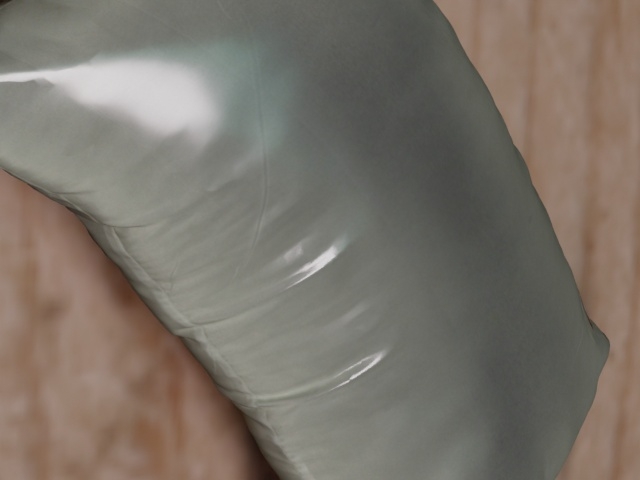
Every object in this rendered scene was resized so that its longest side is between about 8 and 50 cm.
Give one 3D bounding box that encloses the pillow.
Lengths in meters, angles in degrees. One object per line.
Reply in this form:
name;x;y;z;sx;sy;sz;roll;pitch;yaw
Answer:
pillow;-0.001;0.000;0.432;0.144;0.078;0.254;-48;122;-22
